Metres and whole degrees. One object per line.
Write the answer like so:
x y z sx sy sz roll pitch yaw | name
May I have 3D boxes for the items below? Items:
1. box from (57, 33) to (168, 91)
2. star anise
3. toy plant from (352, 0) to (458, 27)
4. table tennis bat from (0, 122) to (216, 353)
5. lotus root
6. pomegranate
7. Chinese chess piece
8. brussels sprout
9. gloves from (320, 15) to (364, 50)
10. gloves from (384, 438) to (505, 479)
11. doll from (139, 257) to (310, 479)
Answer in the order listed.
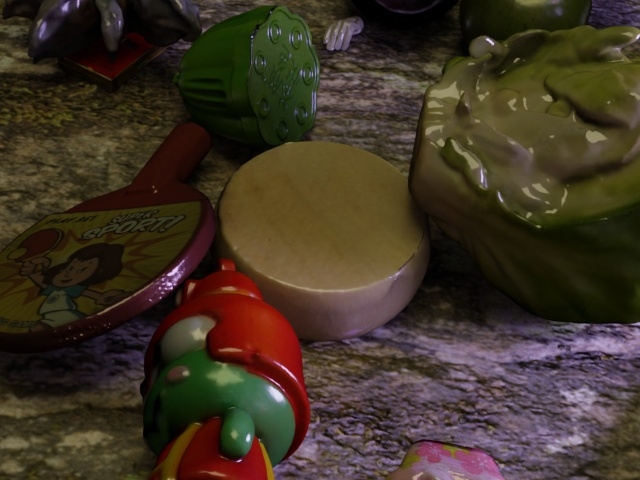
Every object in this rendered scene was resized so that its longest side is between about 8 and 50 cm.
-0.271 -0.254 1.815 0.090 0.023 0.133 29 50 19 | box
-0.285 -0.345 1.794 0.359 0.139 0.316 23 43 33 | star anise
0.109 -0.388 1.899 0.218 0.175 0.235 13 18 -3 | toy plant
-0.224 -0.008 1.513 0.268 0.051 0.415 -4 32 27 | table tennis bat
-0.113 -0.200 1.701 0.186 0.186 0.186 3 46 -3 | lotus root
0.273 -0.313 1.812 0.179 0.210 0.179 0 85 4 | pomegranate
0.000 0.000 1.547 0.250 0.097 0.251 2 47 -3 | Chinese chess piece
0.281 -0.062 1.500 0.371 0.315 0.276 12 62 11 | brussels sprout
0.031 -0.287 1.874 0.044 0.037 0.081 -3 39 44 | gloves
0.109 0.293 1.262 0.145 0.126 0.241 32 43 -9 | gloves
-0.093 0.147 1.337 0.160 0.183 0.363 9 41 -14 | doll
